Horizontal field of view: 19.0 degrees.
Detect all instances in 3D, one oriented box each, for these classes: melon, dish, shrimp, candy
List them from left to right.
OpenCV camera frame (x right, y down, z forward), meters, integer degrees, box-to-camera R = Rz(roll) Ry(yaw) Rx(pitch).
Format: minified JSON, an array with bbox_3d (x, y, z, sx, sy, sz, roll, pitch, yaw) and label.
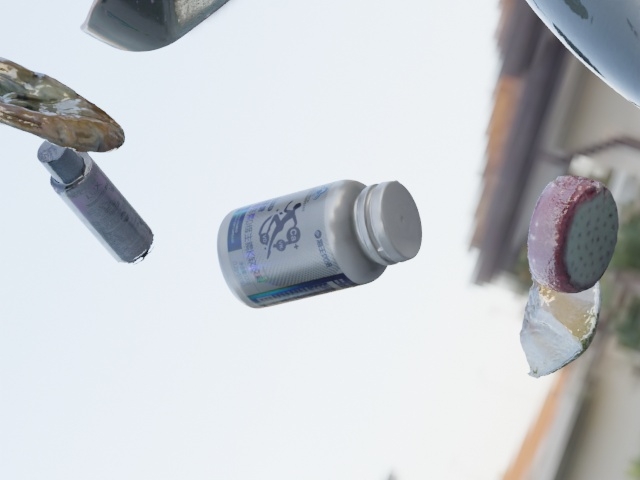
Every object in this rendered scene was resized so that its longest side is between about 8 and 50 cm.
[{"bbox_3d":[-0.246,-0.106,1.356,0.126,0.223,0.047,-70,-1,-79],"label":"shrimp"},{"bbox_3d":[-0.152,-0.288,1.984,0.234,0.064,0.154,-37,-25,15],"label":"dish"},{"bbox_3d":[0.324,0.113,2.576,0.139,0.093,0.202,-123,45,-59],"label":"melon"},{"bbox_3d":[0.216,-0.005,1.637,0.103,0.043,0.103,-24,-59,-47],"label":"candy"}]

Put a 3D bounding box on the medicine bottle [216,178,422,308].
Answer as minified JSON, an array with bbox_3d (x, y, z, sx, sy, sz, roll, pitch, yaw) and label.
[{"bbox_3d":[0.000,0.000,1.898,0.107,0.191,0.107,30,-127,-50],"label":"medicine bottle"}]

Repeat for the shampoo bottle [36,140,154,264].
[{"bbox_3d":[-0.295,-0.055,2.488,0.214,0.072,0.072,54,-126,-44],"label":"shampoo bottle"}]

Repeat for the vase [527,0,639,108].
[{"bbox_3d":[0.227,-0.146,1.236,0.173,0.173,0.321,93,163,-50],"label":"vase"}]
